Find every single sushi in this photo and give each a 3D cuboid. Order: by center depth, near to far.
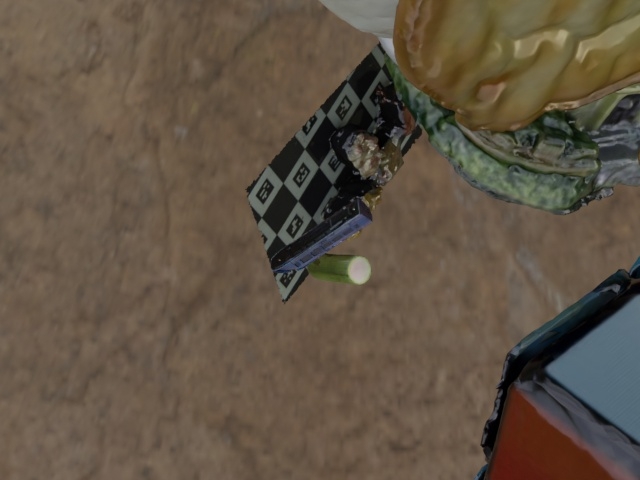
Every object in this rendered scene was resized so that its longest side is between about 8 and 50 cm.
[{"bbox_3d":[0.041,-0.078,1.996,0.043,0.279,0.192,25,151,30],"label":"sushi"}]

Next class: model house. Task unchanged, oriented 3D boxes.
[{"bbox_3d":[0.273,-0.210,1.884,0.321,0.261,0.266,-11,152,-32],"label":"model house"}]

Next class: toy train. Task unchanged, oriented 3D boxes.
[{"bbox_3d":[0.000,0.000,1.301,0.083,0.017,0.017,-34,132,26],"label":"toy train"}]

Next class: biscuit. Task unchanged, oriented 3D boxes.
[{"bbox_3d":[0.135,-0.147,0.821,0.203,0.041,0.260,0,135,-36],"label":"biscuit"}]

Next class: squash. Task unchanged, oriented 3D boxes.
[{"bbox_3d":[0.013,0.025,1.708,0.027,0.083,0.027,-1,92,-32],"label":"squash"}]

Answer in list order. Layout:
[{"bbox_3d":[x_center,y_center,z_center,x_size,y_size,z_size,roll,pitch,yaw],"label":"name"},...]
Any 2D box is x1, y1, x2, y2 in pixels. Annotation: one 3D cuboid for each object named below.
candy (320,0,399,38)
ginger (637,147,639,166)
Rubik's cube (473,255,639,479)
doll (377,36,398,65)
[{"bbox_3d":[0.101,-0.319,1.103,0.427,0.186,0.386,-34,125,-1],"label":"candy"},{"bbox_3d":[0.389,-0.068,1.299,0.354,0.189,0.126,-11,160,31],"label":"ginger"},{"bbox_3d":[0.260,0.160,0.987,0.293,0.288,0.283,39,143,24],"label":"Rubik's cube"},{"bbox_3d":[0.006,-0.330,1.780,0.160,0.242,0.311,-12,129,39],"label":"doll"}]
